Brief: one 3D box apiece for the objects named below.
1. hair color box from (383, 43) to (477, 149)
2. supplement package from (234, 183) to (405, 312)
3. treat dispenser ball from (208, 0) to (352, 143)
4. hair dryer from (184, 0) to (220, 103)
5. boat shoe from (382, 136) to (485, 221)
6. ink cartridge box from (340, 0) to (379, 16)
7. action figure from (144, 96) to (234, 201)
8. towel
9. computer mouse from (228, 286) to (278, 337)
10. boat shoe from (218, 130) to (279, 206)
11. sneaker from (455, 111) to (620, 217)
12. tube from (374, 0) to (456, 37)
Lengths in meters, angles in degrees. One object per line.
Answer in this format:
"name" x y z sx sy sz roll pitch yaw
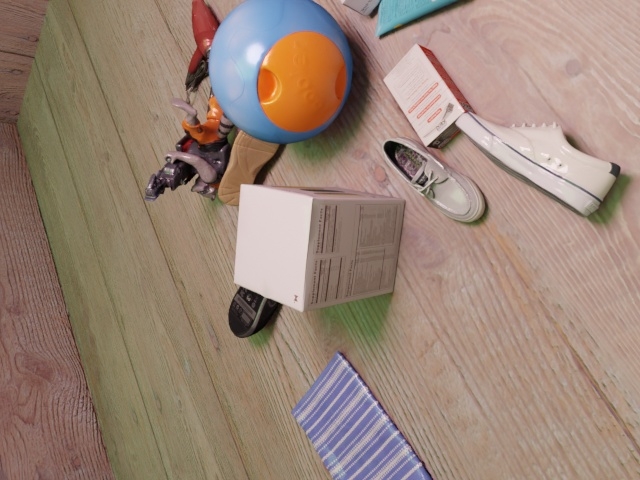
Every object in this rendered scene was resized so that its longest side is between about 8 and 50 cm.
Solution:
"hair color box" 0.196 -0.261 0.879 0.093 0.053 0.167 -42 63 37
"supplement package" 0.000 0.000 0.944 0.199 0.262 0.198 15 104 42
"treat dispenser ball" -0.079 -0.343 0.979 0.288 0.288 0.288 4 96 44
"hair dryer" -0.352 -0.538 1.380 0.223 0.080 0.294 19 106 43
"boat shoe" 0.193 -0.112 0.873 0.227 0.081 0.079 49 124 31
"ink cartridge box" 0.076 -0.558 0.950 0.127 0.072 0.175 -41 58 37
"action figure" -0.302 -0.224 1.238 0.178 0.341 0.330 18 138 5
"towel" 0.074 0.449 1.063 0.336 0.040 0.243 51 124 30
"computer mouse" -0.142 0.134 1.238 0.188 0.072 0.272 42 109 36
"boat shoe" -0.179 -0.219 1.223 0.285 0.102 0.092 -59 22 29
"sneaker" 0.329 -0.141 0.746 0.258 0.094 0.091 43 103 29
"tube" 0.177 -0.442 0.890 0.207 0.052 0.080 5 83 50
